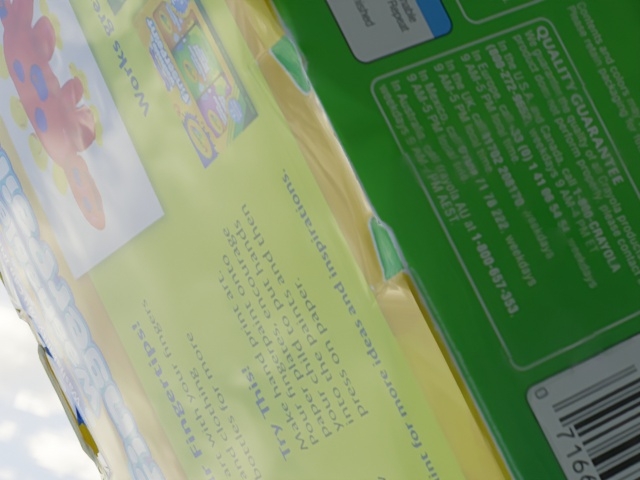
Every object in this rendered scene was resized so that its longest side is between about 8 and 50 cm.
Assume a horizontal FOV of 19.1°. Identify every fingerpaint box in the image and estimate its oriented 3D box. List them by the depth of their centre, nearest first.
[{"bbox_3d":[0.000,0.000,0.830,0.163,0.445,0.371,-22,171,-29],"label":"fingerpaint box"}]
